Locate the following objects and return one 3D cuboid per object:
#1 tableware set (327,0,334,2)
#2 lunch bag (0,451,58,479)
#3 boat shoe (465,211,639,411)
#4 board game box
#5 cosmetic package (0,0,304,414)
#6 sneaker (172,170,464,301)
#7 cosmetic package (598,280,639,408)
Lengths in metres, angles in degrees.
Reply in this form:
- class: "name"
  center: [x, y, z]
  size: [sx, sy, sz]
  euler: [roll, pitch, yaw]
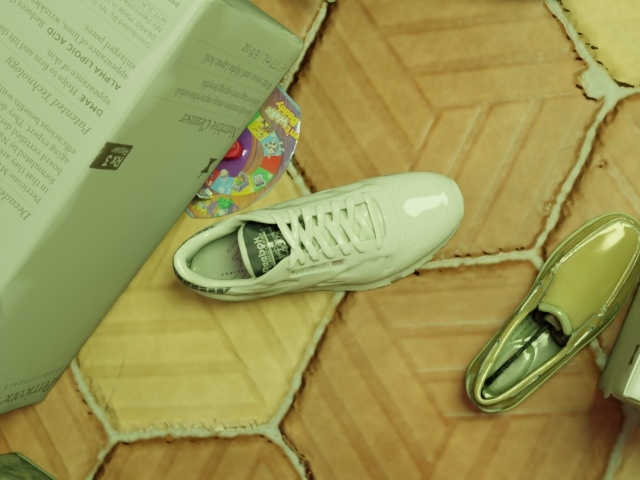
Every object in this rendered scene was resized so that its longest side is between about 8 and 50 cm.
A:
- class: "tableware set"
  center: [-0.032, -0.295, 0.833]
  size: [0.194, 0.039, 0.128]
  euler: [39, 80, 6]
- class: "lunch bag"
  center: [-0.198, 0.288, 0.702]
  size: [0.287, 0.235, 0.169]
  euler: [28, 84, 13]
- class: "boat shoe"
  center: [0.183, 0.057, 0.736]
  size: [0.068, 0.072, 0.190]
  euler: [37, 92, 12]
- class: "board game box"
  center: [-0.101, -0.106, 0.827]
  size: [0.133, 0.033, 0.169]
  euler: [-42, 79, 4]
- class: "cosmetic package"
  center: [-0.207, -0.049, 0.726]
  size: [0.156, 0.217, 0.385]
  euler: [39, 102, 11]
- class: "sneaker"
  center: [0.000, 0.000, 0.767]
  size: [0.235, 0.095, 0.090]
  euler: [-18, 80, 7]
- class: "cosmetic package"
  center: [0.386, 0.109, 0.632]
  size: [0.365, 0.197, 0.155]
  euler: [24, 89, 11]
